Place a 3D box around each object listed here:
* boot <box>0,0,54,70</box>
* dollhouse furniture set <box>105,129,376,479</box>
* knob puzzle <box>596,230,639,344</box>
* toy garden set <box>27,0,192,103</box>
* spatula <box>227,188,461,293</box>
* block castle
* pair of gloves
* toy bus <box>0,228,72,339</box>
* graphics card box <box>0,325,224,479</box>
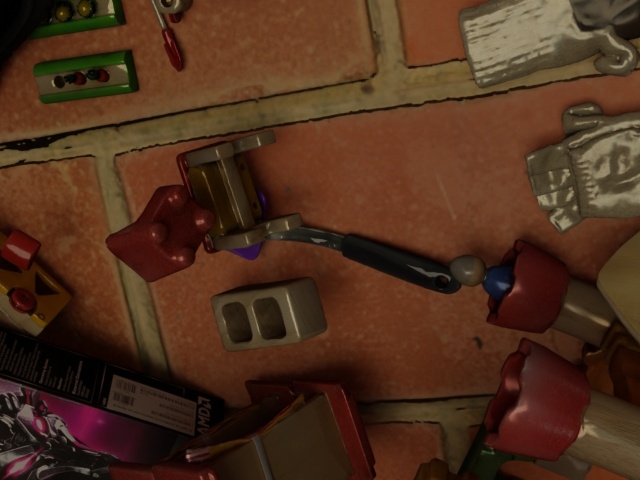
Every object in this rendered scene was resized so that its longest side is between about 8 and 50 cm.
[{"bbox_3d":[-0.432,-0.168,0.897,0.131,0.260,0.348,51,126,2],"label":"boot"},{"bbox_3d":[-0.107,0.105,0.909,0.152,0.201,0.374,-11,98,45],"label":"dollhouse furniture set"},{"bbox_3d":[0.333,0.053,0.814,0.213,0.213,0.030,14,142,12],"label":"knob puzzle"},{"bbox_3d":[-0.217,-0.263,0.932,0.203,0.049,0.244,-4,106,18],"label":"toy garden set"},{"bbox_3d":[0.000,0.000,0.965,0.296,0.030,0.084,16,117,10],"label":"spatula"},{"bbox_3d":[0.135,0.252,0.865,0.212,0.303,0.453,22,113,2],"label":"block castle"},{"bbox_3d":[0.253,-0.138,0.841,0.204,0.042,0.240,-24,101,18],"label":"pair of gloves"},{"bbox_3d":[-0.374,0.038,1.048,0.190,0.104,0.202,4,113,9],"label":"toy bus"},{"bbox_3d":[-0.314,0.226,1.031,0.370,0.094,0.233,22,114,-17],"label":"graphics card box"}]
